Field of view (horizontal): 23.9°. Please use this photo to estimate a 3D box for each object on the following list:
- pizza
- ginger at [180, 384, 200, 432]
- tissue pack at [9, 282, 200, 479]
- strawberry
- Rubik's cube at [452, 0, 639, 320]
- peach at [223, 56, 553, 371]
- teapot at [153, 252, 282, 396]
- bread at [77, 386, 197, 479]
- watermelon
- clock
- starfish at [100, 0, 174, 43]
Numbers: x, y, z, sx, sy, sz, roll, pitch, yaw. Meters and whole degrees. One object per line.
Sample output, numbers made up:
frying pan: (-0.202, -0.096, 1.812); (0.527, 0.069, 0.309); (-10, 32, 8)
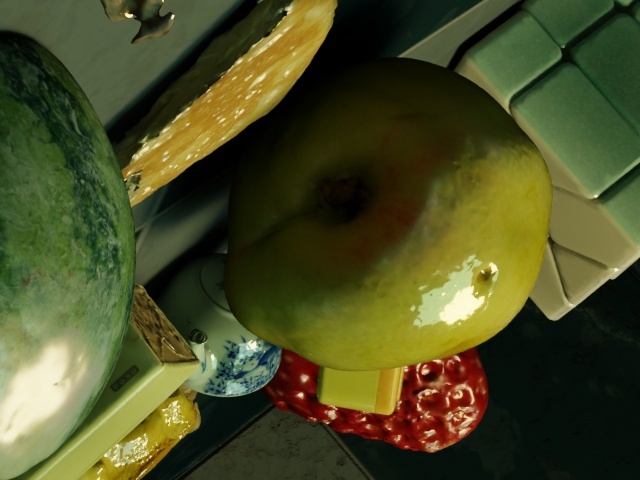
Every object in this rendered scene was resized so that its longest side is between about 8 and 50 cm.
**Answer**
pizza: (-0.087, -0.104, 1.162); (0.262, 0.034, 0.181); (-42, 171, 0)
ginger: (-0.189, 0.214, 2.201); (0.089, 0.075, 0.288); (-42, 169, -26)
tissue pack: (-0.246, 0.153, 1.444); (0.234, 0.125, 0.159); (-41, 171, 4)
strawberry: (0.058, 0.145, 1.984); (0.317, 0.345, 0.295); (-46, 171, 32)
Rubik's cube: (0.346, -0.140, 1.907); (0.316, 0.322, 0.319); (-39, 172, -20)
peach: (0.062, -0.026, 1.395); (0.314, 0.281, 0.316); (-10, 178, 30)
teapot: (-0.100, 0.072, 1.639); (0.159, 0.159, 0.232); (-49, -175, 41)
bread: (-0.246, 0.200, 1.616); (0.233, 0.161, 0.088); (-39, 156, -49)
watermelon: (-0.185, 0.015, 0.882); (0.176, 0.260, 0.256); (-26, 153, -5)
clock: (0.055, 0.075, 1.627); (0.202, 0.096, 0.143); (-76, 176, -50)
starfish: (-0.005, -0.250, 0.515); (0.398, 0.132, 0.384); (-29, 167, 13)
